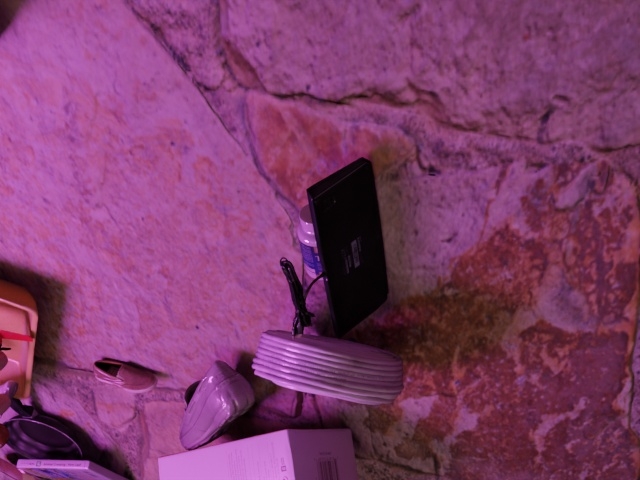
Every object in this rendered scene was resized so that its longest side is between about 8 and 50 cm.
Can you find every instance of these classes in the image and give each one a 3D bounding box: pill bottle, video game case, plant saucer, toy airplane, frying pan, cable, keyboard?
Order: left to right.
[{"bbox_3d":[-0.705,0.150,1.845,0.332,0.081,0.333,20,136,-4],"label":"plant saucer"},{"bbox_3d":[-0.610,0.160,1.746,0.151,0.028,0.151,10,137,9],"label":"toy airplane"},{"bbox_3d":[-0.668,0.413,2.123,0.197,0.053,0.326,-13,130,29],"label":"frying pan"},{"bbox_3d":[-0.712,0.577,2.279,0.168,0.029,0.168,25,158,11],"label":"plant saucer"},{"bbox_3d":[-0.570,0.549,2.208,0.193,0.023,0.212,-4,153,19],"label":"video game case"},{"bbox_3d":[0.000,0.000,1.479,0.067,0.067,0.120,3,136,15],"label":"pill bottle"},{"bbox_3d":[0.016,0.211,1.582,0.257,0.089,0.257,13,176,-9],"label":"cable"},{"bbox_3d":[0.016,0.035,1.445,0.033,0.201,0.317,35,149,38],"label":"keyboard"}]

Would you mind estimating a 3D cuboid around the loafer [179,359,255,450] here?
[{"bbox_3d":[-0.221,0.331,1.879,0.111,0.112,0.319,56,143,13],"label":"loafer"}]

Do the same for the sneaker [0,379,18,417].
[{"bbox_3d":[-0.659,0.320,1.909,0.061,0.054,0.152,33,136,-13],"label":"sneaker"}]

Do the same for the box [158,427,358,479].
[{"bbox_3d":[-0.124,0.487,1.886,0.345,0.168,0.215,-19,161,32],"label":"box"}]

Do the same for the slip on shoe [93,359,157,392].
[{"bbox_3d":[-0.395,0.269,1.895,0.135,0.051,0.041,13,140,15],"label":"slip on shoe"}]

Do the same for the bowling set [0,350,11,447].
[{"bbox_3d":[-0.690,0.341,1.811,0.287,0.154,0.200,-21,102,39],"label":"bowling set"}]
